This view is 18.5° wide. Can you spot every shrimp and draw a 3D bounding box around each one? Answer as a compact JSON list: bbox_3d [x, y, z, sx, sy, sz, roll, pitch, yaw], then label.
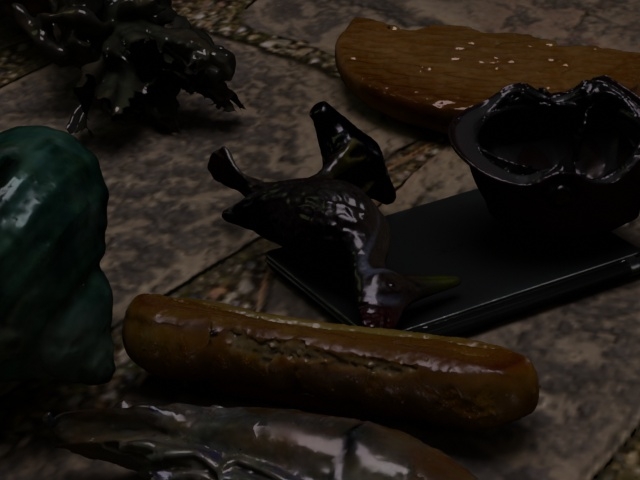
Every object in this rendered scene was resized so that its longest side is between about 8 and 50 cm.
[{"bbox_3d":[-0.030,0.119,0.870,0.223,0.047,0.126,11,39,20],"label":"shrimp"}]

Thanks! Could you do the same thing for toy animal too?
[{"bbox_3d":[0.007,-0.006,1.078,0.105,0.070,0.202,-18,37,-9],"label":"toy animal"}]

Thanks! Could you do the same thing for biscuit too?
[{"bbox_3d":[0.110,-0.104,1.311,0.224,0.033,0.144,7,30,17],"label":"biscuit"}]

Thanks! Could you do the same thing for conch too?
[{"bbox_3d":[-0.186,-0.001,0.942,0.202,0.134,0.196,15,0,-4],"label":"conch"}]

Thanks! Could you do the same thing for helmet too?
[{"bbox_3d":[0.133,-0.038,1.103,0.123,0.070,0.098,-11,38,-7],"label":"helmet"}]

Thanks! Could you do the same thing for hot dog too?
[{"bbox_3d":[0.004,0.063,0.973,0.215,0.047,0.066,8,14,19],"label":"hot dog"}]

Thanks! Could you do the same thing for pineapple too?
[{"bbox_3d":[-0.159,-0.193,1.384,0.175,0.175,0.361,-15,39,-24],"label":"pineapple"}]

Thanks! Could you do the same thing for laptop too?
[{"bbox_3d":[0.076,0.012,1.102,0.180,0.016,0.129,-16,30,-27],"label":"laptop"}]
